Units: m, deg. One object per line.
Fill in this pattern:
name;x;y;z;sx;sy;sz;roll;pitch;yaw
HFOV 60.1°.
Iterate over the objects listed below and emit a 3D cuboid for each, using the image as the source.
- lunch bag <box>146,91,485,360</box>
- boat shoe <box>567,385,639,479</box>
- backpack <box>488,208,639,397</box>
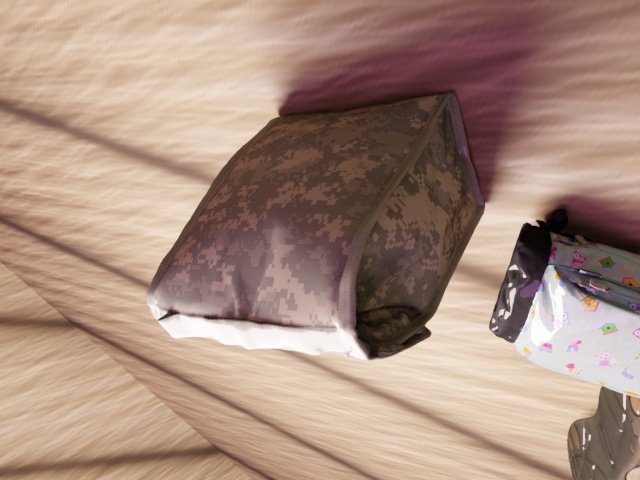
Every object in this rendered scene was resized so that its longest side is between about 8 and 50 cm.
lunch bag;0.000;0.000;0.537;0.235;0.287;0.169;1;130;36
boat shoe;0.378;0.251;0.642;0.120;0.122;0.324;-3;144;6
backpack;0.269;0.071;0.544;0.182;0.115;0.152;19;137;17
